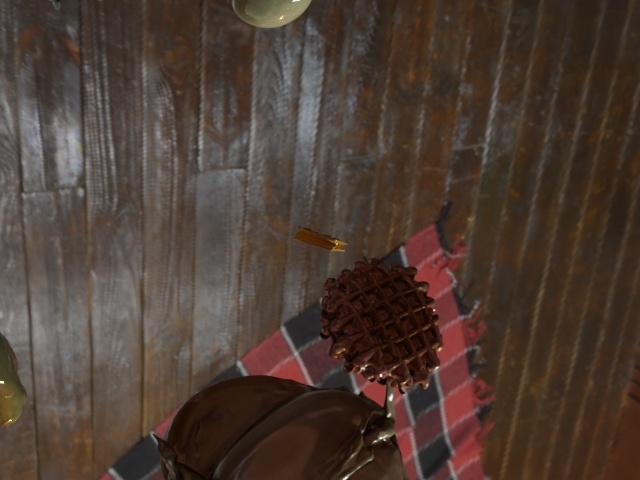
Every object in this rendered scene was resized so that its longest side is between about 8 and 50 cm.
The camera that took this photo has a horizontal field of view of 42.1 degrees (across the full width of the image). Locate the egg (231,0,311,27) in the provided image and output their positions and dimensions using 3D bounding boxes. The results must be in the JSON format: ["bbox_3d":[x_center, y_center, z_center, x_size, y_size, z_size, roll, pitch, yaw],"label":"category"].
[{"bbox_3d":[-0.079,-0.406,1.355,0.114,0.152,0.114,29,51,-44],"label":"egg"}]

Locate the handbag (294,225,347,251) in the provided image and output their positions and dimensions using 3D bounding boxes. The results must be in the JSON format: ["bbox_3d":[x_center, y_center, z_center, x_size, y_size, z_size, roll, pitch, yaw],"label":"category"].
[{"bbox_3d":[0.000,0.000,1.484,0.061,0.083,0.027,14,95,-67],"label":"handbag"}]

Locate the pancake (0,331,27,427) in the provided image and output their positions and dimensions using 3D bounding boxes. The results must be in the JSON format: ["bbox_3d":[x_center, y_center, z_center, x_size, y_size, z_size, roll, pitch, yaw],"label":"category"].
[{"bbox_3d":[-0.272,0.098,0.440,0.236,0.042,0.222,-38,129,23],"label":"pancake"}]

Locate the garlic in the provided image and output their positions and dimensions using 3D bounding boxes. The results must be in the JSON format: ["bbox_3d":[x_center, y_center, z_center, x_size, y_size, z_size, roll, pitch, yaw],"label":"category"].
[{"bbox_3d":[-0.025,0.146,0.580,0.207,0.207,0.257,-1,113,-35],"label":"garlic"}]

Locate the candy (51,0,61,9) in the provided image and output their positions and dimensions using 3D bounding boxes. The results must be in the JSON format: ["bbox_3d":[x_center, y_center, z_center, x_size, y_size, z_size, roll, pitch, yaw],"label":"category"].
[{"bbox_3d":[-0.406,-0.394,1.224,0.043,0.175,0.045,-36,139,15],"label":"candy"}]

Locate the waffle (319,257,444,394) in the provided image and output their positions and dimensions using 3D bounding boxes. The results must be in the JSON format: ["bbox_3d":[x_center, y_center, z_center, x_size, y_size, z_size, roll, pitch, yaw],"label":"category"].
[{"bbox_3d":[0.037,0.049,0.486,0.075,0.083,0.029,16,145,-15],"label":"waffle"}]
